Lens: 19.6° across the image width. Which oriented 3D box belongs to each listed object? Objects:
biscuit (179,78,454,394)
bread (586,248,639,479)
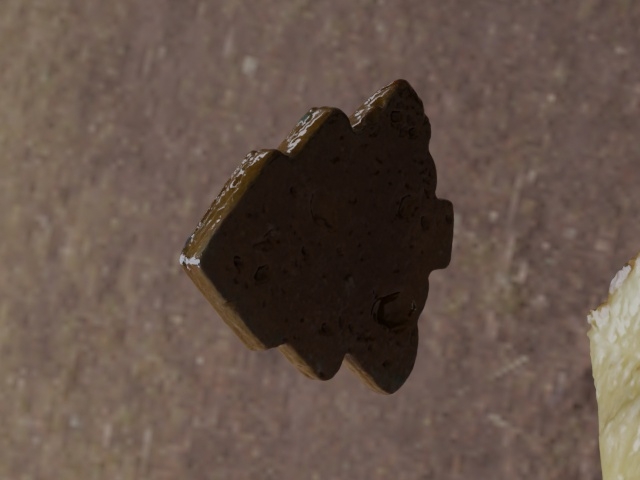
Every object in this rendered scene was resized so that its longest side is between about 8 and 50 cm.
[{"bbox_3d":[0.000,0.000,0.671,0.019,0.130,0.119,9,98,45],"label":"biscuit"},{"bbox_3d":[0.344,0.087,1.186,0.279,0.279,0.207,127,150,-49],"label":"bread"}]
